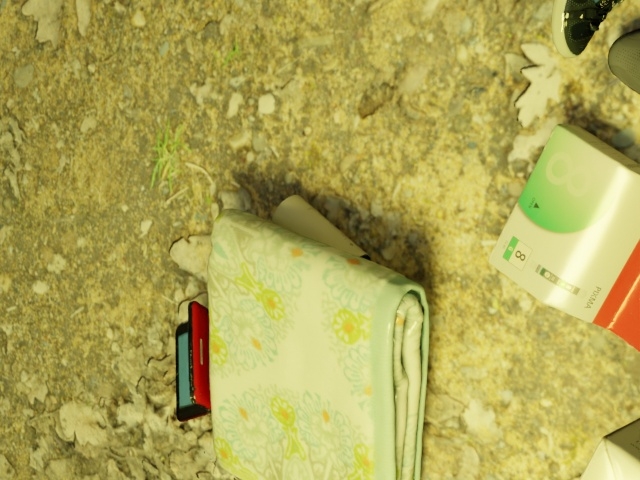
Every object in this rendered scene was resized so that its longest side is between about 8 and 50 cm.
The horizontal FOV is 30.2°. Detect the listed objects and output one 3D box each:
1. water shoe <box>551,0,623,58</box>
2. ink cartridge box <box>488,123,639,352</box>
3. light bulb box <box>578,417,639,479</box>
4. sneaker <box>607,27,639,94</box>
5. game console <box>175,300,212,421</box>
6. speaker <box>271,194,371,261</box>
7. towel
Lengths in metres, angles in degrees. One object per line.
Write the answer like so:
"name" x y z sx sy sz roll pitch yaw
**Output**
"water shoe" 0.301 -0.276 1.213 0.080 0.073 0.203 30 114 31
"ink cartridge box" 0.307 0.007 1.260 0.224 0.056 0.181 40 119 31
"light bulb box" 0.415 0.308 1.006 0.358 0.361 0.225 38 120 30
"sneaker" 0.370 -0.158 1.154 0.223 0.098 0.083 27 112 34
"game console" -0.187 0.170 1.651 0.085 0.124 0.144 -9 70 15
"speaker" 0.000 0.000 1.512 0.136 0.055 0.055 41 120 28
"towel" -0.016 0.175 1.488 0.320 0.090 0.375 20 119 36
